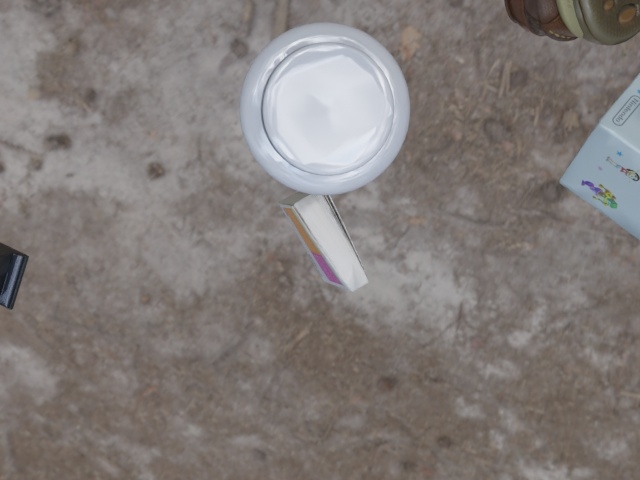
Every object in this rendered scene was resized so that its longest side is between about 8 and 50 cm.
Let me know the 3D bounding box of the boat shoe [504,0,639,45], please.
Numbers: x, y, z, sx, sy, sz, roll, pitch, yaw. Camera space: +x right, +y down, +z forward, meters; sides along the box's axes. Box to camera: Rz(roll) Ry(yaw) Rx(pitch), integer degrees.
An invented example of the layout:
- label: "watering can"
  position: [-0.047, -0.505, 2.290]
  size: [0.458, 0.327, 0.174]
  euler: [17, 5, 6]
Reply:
- label: "boat shoe"
  position: [0.084, -0.162, 0.359]
  size: [0.060, 0.064, 0.178]
  euler: [14, 119, 52]

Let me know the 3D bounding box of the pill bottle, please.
- label: "pill bottle"
  position: [0.001, -0.096, 0.703]
  size: [0.117, 0.215, 0.117]
  euler: [0, 98, -3]

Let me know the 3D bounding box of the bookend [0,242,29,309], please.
- label: "bookend"
  position: [-0.443, 0.031, 1.079]
  size: [0.157, 0.156, 0.072]
  euler: [24, 104, 9]

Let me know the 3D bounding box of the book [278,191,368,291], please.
- label: "book"
  position: [0.000, 0.000, 0.921]
  size: [0.035, 0.144, 0.096]
  euler: [-30, 97, -8]

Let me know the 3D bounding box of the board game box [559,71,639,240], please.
- label: "board game box"
  position: [0.382, -0.045, 0.765]
  size: [0.303, 0.224, 0.097]
  euler: [38, 153, 12]
